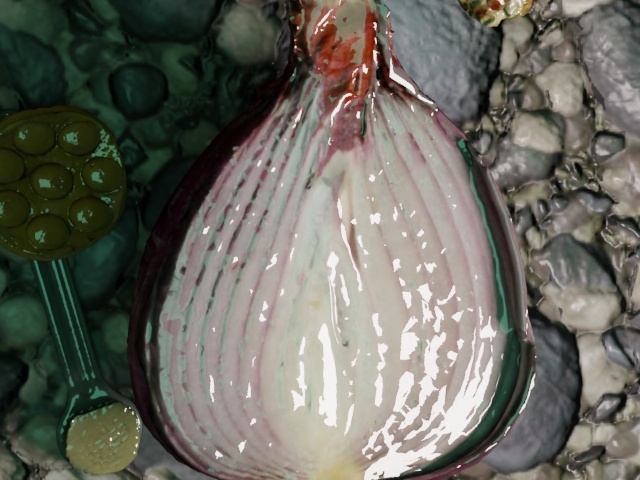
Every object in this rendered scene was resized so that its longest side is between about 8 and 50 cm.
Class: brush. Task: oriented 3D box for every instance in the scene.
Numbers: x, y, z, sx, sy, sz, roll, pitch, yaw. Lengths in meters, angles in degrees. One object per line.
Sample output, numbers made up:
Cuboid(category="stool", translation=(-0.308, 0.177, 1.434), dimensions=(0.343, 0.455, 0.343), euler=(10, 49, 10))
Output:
Cuboid(category="brush", translation=(-0.181, 0.038, 1.186), dimensions=(0.062, 0.027, 0.266), euler=(-18, 102, -15))

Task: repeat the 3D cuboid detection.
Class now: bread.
Cuboid(category="bread", translation=(-0.182, -0.040, 1.159), dimensions=(0.110, 0.024, 0.110), euler=(-1, 93, -23))

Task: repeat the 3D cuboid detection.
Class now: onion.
Cuboid(category="onion", translation=(0.000, 0.000, 1.137), dimensions=(0.267, 0.159, 0.349), euler=(3, 93, -18))

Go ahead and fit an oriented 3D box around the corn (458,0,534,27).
Cuboid(category="corn", translation=(0.081, -0.255, 1.138), dimensions=(0.079, 0.079, 0.237), euler=(-22, 105, -2))
